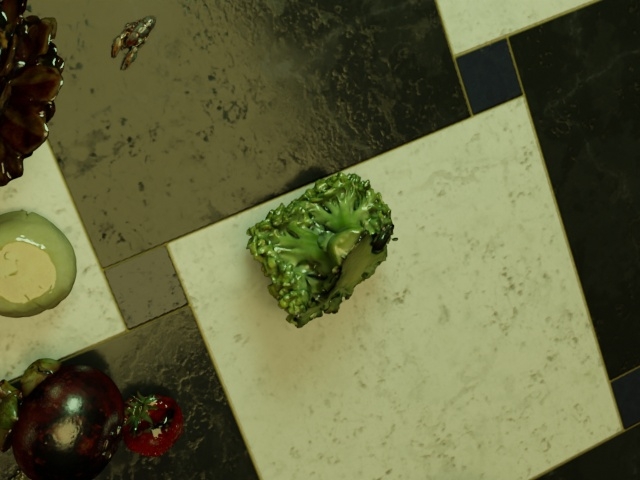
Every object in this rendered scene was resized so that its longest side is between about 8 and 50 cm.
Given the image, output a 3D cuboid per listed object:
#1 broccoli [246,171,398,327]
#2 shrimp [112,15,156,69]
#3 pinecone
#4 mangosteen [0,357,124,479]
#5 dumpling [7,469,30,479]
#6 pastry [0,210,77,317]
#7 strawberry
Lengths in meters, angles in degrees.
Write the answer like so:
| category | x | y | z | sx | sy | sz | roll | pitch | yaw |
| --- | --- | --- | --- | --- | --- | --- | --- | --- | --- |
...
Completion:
| category | x | y | z | sx | sy | sz | roll | pitch | yaw |
| --- | --- | --- | --- | --- | --- | --- | --- | --- | --- |
| broccoli | -0.009 | -0.006 | 1.461 | 0.180 | 0.273 | 0.242 | 42 | 80 | 15 |
| shrimp | -0.277 | -0.296 | 1.427 | 0.038 | 0.029 | 0.092 | 30 | 91 | -20 |
| pinecone | -0.485 | -0.223 | 1.255 | 0.296 | 0.242 | 0.298 | 28 | 93 | -22 |
| mangosteen | -0.383 | 0.260 | 1.404 | 0.199 | 0.200 | 0.200 | -3 | 98 | -18 |
| dumpling | -0.430 | 0.490 | 1.455 | 0.166 | 0.086 | 0.332 | -7 | 95 | -20 |
| pastry | -0.429 | 0.036 | 1.390 | 0.156 | 0.092 | 0.156 | 0 | 91 | -23 |
| strawberry | -0.256 | 0.285 | 1.483 | 0.106 | 0.106 | 0.106 | -3 | 98 | -18 |
